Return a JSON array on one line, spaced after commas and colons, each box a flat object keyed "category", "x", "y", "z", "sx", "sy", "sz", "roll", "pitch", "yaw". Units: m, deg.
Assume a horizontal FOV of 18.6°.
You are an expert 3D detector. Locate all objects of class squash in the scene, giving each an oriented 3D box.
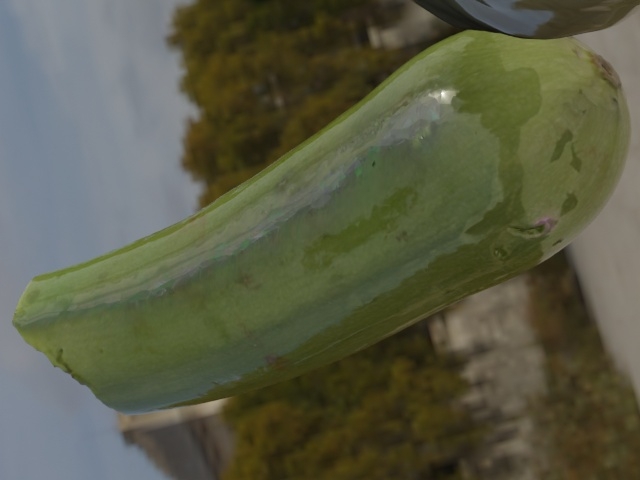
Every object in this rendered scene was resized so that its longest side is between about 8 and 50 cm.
[{"category": "squash", "x": 0.000, "y": 0.000, "z": 0.697, "sx": 0.083, "sy": 0.250, "sz": 0.083, "roll": 37, "pitch": -141, "yaw": -37}]

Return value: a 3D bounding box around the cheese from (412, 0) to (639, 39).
[{"category": "cheese", "x": 0.053, "y": -0.130, "z": 0.427, "sx": 0.093, "sy": 0.159, "sz": 0.263, "roll": 45, "pitch": -177, "yaw": -23}]
